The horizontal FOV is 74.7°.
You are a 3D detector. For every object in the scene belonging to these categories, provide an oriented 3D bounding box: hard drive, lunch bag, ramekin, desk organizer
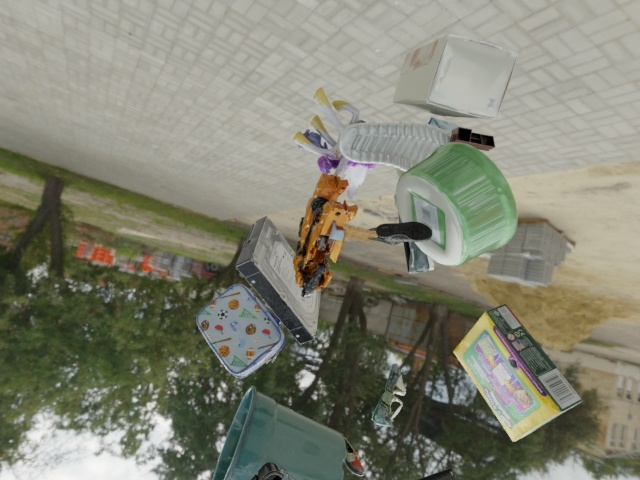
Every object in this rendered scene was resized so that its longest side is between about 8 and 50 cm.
[{"bbox_3d":[-0.111,0.118,1.281,0.064,0.237,0.339,-25,117,20],"label":"hard drive"},{"bbox_3d":[0.473,-0.378,1.568,0.128,0.096,0.151,5,-140,-26],"label":"lunch bag"},{"bbox_3d":[-0.272,0.316,1.482,0.303,0.243,0.115,47,164,22],"label":"lunch bag"},{"bbox_3d":[0.328,-0.081,1.074,0.148,0.304,0.303,-28,-178,-15],"label":"ramekin"},{"bbox_3d":[0.479,-0.318,1.311,0.130,0.047,0.050,10,-179,-4],"label":"desk organizer"}]

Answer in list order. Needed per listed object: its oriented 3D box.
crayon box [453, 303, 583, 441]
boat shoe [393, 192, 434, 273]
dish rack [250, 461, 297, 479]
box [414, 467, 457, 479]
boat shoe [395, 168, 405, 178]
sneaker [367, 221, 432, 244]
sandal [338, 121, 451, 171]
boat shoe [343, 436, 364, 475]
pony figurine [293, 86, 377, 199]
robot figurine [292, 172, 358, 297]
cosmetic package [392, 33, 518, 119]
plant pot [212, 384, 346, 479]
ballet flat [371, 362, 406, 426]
[{"bbox_3d":[0.653,0.458,1.450,0.106,0.363,0.313,-15,144,-19],"label":"crayon box"},{"bbox_3d":[0.321,-0.030,1.549,0.098,0.320,0.116,-19,172,3],"label":"boat shoe"},{"bbox_3d":[-0.103,0.707,1.070,0.271,0.208,0.074,44,175,-20],"label":"dish rack"},{"bbox_3d":[0.311,0.776,1.181,0.261,0.184,0.103,12,133,-39],"label":"box"},{"bbox_3d":[0.431,-0.317,1.849,0.112,0.127,0.340,-11,-162,-8],"label":"boat shoe"},{"bbox_3d":[0.205,-0.017,1.105,0.170,0.051,0.089,3,169,13],"label":"sneaker"},{"bbox_3d":[0.263,-0.310,1.374,0.415,0.170,0.102,11,-165,-8],"label":"sandal"},{"bbox_3d":[0.099,0.697,1.354,0.049,0.043,0.137,20,-173,-33],"label":"boat shoe"},{"bbox_3d":[0.082,-0.324,1.545,0.363,0.351,0.302,40,-146,11],"label":"pony figurine"},{"bbox_3d":[0.000,0.000,1.008,0.084,0.211,0.291,6,130,-16],"label":"robot figurine"},{"bbox_3d":[0.276,-0.349,0.922,0.153,0.129,0.296,12,-163,-9],"label":"cosmetic package"},{"bbox_3d":[-0.120,0.670,1.292,0.333,0.341,0.341,22,170,-8],"label":"plant pot"},{"bbox_3d":[0.202,0.429,1.160,0.070,0.188,0.070,18,139,17],"label":"ballet flat"}]
